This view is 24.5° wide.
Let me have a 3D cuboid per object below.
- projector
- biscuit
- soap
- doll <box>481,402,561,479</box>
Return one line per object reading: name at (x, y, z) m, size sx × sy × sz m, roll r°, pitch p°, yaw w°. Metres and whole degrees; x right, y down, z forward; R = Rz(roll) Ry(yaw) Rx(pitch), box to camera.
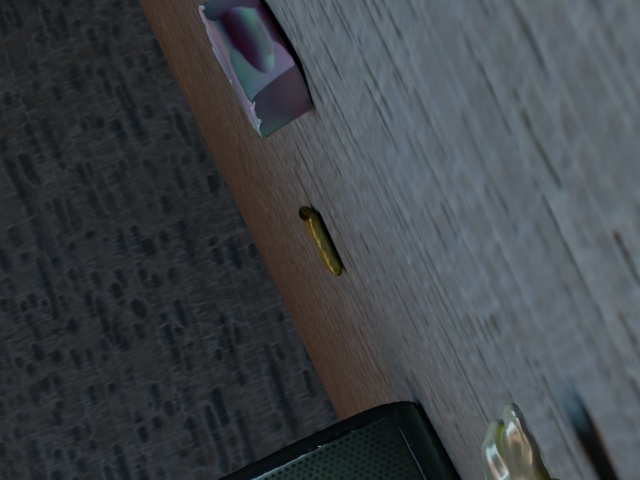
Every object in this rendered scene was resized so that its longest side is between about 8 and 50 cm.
projector at (-0.017, 0.408, 1.681) m, size 0.395 × 0.405 × 0.242 m, roll 75°, pitch 168°, yaw -66°
biscuit at (0.000, 0.000, 1.733) m, size 0.083 × 0.018 × 0.081 m, roll -137°, pitch 22°, yaw -79°
soap at (-0.059, -0.163, 1.326) m, size 0.149 × 0.056 × 0.100 m, roll 62°, pitch 176°, yaw 37°
doll at (0.160, 0.295, 0.819) m, size 0.423 × 0.161 × 0.348 m, roll -122°, pitch 21°, yaw -45°
